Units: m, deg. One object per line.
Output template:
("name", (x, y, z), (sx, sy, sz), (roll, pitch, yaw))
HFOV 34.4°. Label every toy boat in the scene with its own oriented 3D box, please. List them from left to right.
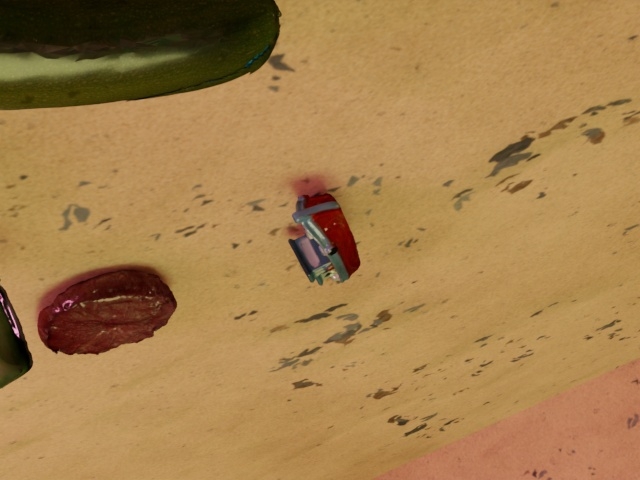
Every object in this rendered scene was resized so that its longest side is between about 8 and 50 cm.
("toy boat", (0.000, 0.000, 1.052), (0.058, 0.069, 0.173), (-28, 160, -3))

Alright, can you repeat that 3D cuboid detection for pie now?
("pie", (-0.225, 0.078, 1.084), (0.154, 0.036, 0.154), (-16, 155, -8))

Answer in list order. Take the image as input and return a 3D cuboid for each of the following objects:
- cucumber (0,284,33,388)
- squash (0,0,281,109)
("cucumber", (-0.330, 0.053, 0.853), (0.085, 0.193, 0.115), (-39, 178, 39))
("squash", (-0.177, -0.127, 0.656), (0.331, 0.087, 0.087), (-6, 152, -25))
